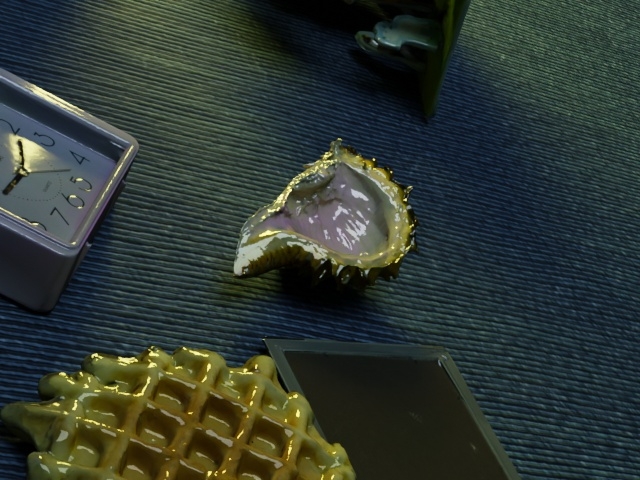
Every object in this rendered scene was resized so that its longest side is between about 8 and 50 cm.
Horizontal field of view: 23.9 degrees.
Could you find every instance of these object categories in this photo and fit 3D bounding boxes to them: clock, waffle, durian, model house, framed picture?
[{"bbox_3d":[-0.238,-0.045,1.191,0.150,0.063,0.197,28,32,-6],"label":"clock"},{"bbox_3d":[-0.083,0.165,1.043,0.261,0.056,0.250,-10,51,-40],"label":"waffle"},{"bbox_3d":[-0.009,0.001,1.319,0.224,0.078,0.140,-25,74,-41],"label":"durian"},{"bbox_3d":[0.007,-0.326,1.695,0.313,0.242,0.357,7,38,-8],"label":"model house"},{"bbox_3d":[0.076,0.176,1.202,0.197,0.014,0.252,6,40,-35],"label":"framed picture"}]
